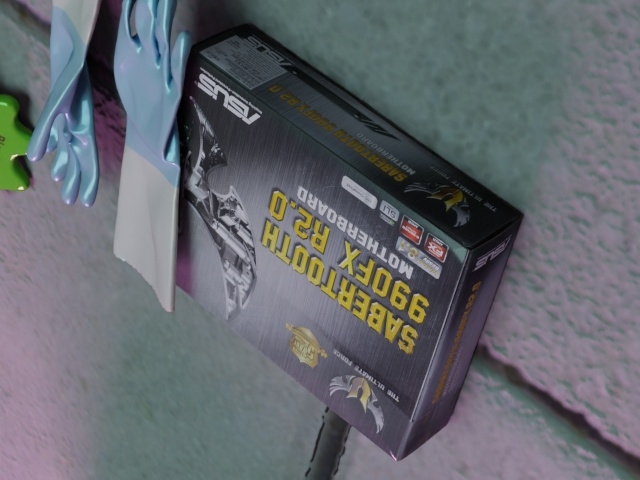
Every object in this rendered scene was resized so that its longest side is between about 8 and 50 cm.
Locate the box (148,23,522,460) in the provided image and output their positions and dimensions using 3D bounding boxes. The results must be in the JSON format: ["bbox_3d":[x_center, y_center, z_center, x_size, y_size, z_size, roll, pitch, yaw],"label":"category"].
[{"bbox_3d":[0.000,0.000,1.149,0.231,0.056,0.183,38,134,24],"label":"box"}]

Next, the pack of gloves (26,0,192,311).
[{"bbox_3d":[-0.151,-0.094,1.204,0.195,0.046,0.232,45,138,45],"label":"pack of gloves"}]

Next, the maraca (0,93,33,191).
[{"bbox_3d":[-0.298,-0.092,1.370,0.186,0.099,0.127,23,135,1],"label":"maraca"}]
